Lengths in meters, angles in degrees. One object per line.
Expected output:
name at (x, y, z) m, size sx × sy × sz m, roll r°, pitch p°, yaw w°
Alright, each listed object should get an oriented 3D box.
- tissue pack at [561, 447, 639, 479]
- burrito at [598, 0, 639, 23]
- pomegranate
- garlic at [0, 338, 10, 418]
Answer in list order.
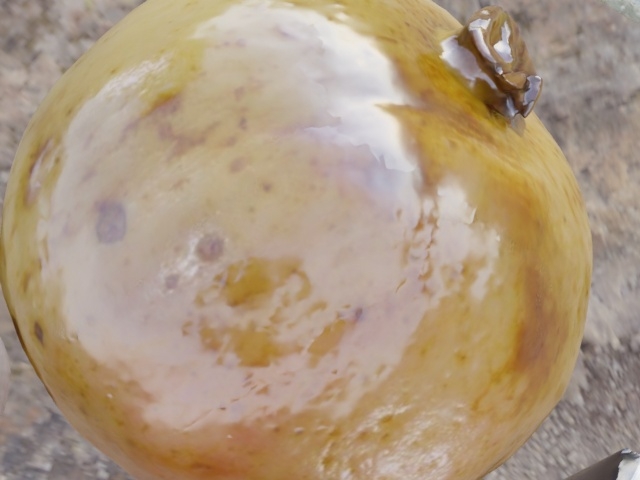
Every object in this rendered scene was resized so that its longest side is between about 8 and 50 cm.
tissue pack at (0.231, 0.395, 1.362) m, size 0.198 × 0.210 × 0.370 m, roll 43°, pitch 52°, yaw -6°
burrito at (0.201, -0.193, 1.107) m, size 0.185 × 0.045 × 0.041 m, roll 27°, pitch 118°, yaw 10°
pomegranate at (0.000, 0.000, 0.553) m, size 0.215 × 0.215 × 0.215 m, roll -5°, pitch 72°, yaw 16°
garlic at (-0.375, 0.089, 1.158) m, size 0.259 × 0.317 × 0.318 m, roll -2°, pitch 72°, yaw 38°
